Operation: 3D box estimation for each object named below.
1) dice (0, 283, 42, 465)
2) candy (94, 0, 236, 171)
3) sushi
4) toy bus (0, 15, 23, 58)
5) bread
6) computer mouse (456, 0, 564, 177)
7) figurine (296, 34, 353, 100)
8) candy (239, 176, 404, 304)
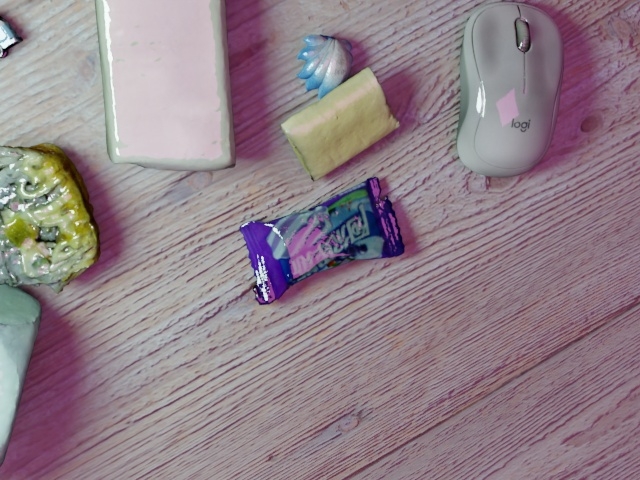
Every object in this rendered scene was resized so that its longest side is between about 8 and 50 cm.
[{"bbox_3d":[-0.587,0.196,1.641,0.264,0.268,0.263,14,100,-14],"label":"dice"},{"bbox_3d":[-0.240,-0.285,1.663,0.208,0.145,0.359,-4,102,-10],"label":"candy"},{"bbox_3d":[-0.456,-0.046,1.677,0.184,0.139,0.274,-19,108,-5],"label":"sushi"},{"bbox_3d":[-0.530,-0.303,1.648,0.123,0.060,0.075,-32,103,0],"label":"toy bus"},{"bbox_3d":[0.034,-0.188,1.758,0.178,0.060,0.139,-34,140,0],"label":"bread"},{"bbox_3d":[0.317,-0.250,1.793,0.184,0.121,0.297,7,102,-11],"label":"computer mouse"},{"bbox_3d":[0.008,-0.282,1.751,0.114,0.079,0.114,-25,127,-38],"label":"figurine"},{"bbox_3d":[0.000,0.000,1.815,0.275,0.070,0.145,-20,97,-4],"label":"candy"}]
